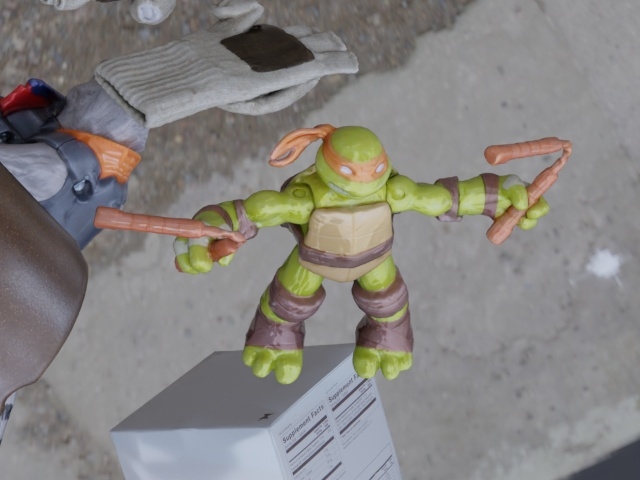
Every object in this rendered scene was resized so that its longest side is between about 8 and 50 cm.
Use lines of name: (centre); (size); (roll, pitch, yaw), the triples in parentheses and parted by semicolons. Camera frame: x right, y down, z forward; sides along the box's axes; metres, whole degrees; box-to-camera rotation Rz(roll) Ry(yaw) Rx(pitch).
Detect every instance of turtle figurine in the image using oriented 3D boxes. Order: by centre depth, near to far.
turtle figurine: (0.000, 0.000, 0.908); (0.270, 0.087, 0.217); (-11, 146, -14)

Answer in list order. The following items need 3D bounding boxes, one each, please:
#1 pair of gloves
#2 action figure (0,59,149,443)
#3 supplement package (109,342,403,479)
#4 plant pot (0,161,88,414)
pair of gloves: (-0.107, -0.180, 1.204); (0.204, 0.240, 0.042); (-11, 136, -34)
action figure: (-0.232, 0.008, 1.287); (0.178, 0.341, 0.330); (36, 98, 20)
supplement package: (-0.046, 0.264, 1.574); (0.199, 0.198, 0.262); (-6, 107, 33)
plant pot: (-0.211, 0.002, 0.738); (0.167, 0.167, 0.165); (-36, 124, 12)
